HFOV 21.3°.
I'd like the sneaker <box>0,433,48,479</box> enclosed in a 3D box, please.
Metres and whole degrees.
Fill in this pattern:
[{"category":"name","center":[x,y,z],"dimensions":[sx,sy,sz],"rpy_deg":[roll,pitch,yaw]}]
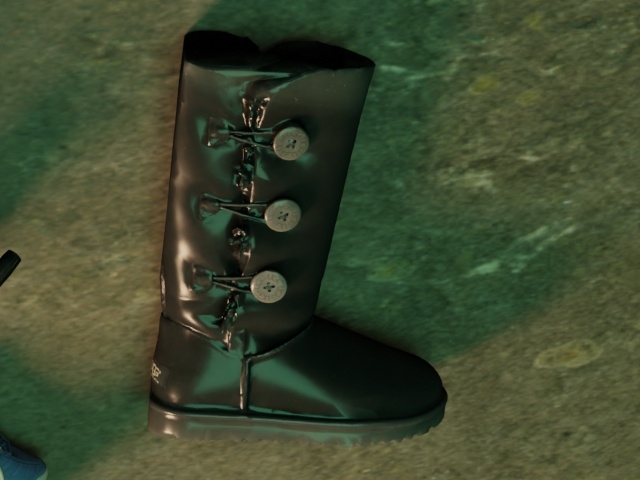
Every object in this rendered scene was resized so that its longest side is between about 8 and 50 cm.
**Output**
[{"category":"sneaker","center":[-0.388,0.221,1.860],"dimensions":[0.211,0.080,0.081],"rpy_deg":[24,106,-29]}]

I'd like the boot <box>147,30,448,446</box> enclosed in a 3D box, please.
[{"category":"boot","center":[-0.002,0.000,1.883],"dimensions":[0.367,0.146,0.445],"rpy_deg":[-1,108,-22]}]

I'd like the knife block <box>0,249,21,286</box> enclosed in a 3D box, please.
[{"category":"knife block","center":[-0.418,0.089,1.706],"dimensions":[0.242,0.275,0.088],"rpy_deg":[-27,124,27]}]
